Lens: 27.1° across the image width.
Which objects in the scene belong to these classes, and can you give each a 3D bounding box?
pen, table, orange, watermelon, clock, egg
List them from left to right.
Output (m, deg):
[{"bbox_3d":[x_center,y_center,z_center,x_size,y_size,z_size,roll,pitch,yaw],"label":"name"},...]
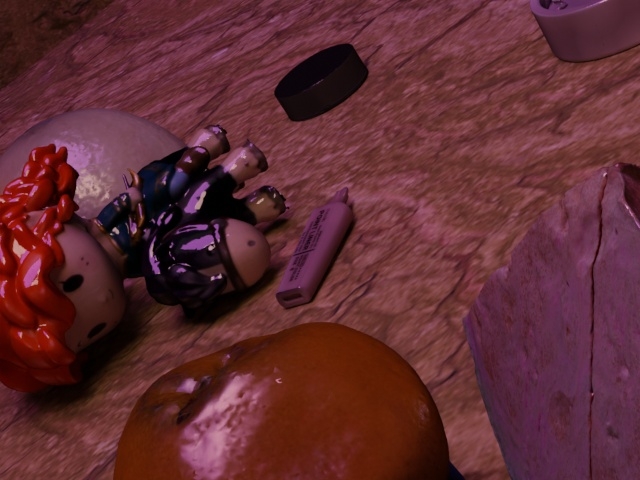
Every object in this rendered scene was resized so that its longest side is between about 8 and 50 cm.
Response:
[{"bbox_3d":[-0.333,-0.082,1.856,0.337,0.201,0.337,-26,27,14],"label":"egg"},{"bbox_3d":[-0.029,0.158,0.926,0.249,0.183,0.249,-29,23,13],"label":"orange"},{"bbox_3d":[0.000,0.000,1.480,0.053,0.032,0.197,-18,29,32],"label":"pen"},{"bbox_3d":[0.000,-0.228,1.901,0.133,0.043,0.133,-28,24,14],"label":"table"},{"bbox_3d":[0.347,-0.293,1.557,0.197,0.068,0.197,-27,25,14],"label":"clock"},{"bbox_3d":[0.251,0.085,0.824,0.222,0.319,0.292,-10,60,-16],"label":"watermelon"}]

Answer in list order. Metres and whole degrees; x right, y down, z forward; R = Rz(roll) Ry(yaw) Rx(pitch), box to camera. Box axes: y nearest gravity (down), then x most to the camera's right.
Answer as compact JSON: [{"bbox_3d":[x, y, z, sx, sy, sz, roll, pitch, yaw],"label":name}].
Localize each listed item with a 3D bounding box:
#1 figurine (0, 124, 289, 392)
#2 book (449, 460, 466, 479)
[{"bbox_3d":[-0.237,0.011,1.565,0.412,0.241,0.306,-15,51,0],"label":"figurine"},{"bbox_3d":[0.019,0.293,0.882,0.300,0.039,0.428,-35,24,-4],"label":"book"}]
